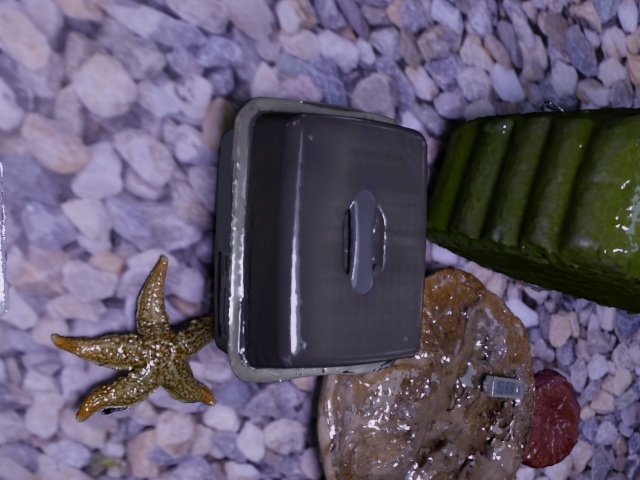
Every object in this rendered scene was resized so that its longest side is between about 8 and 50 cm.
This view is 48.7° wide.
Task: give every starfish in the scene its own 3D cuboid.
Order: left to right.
[{"bbox_3d":[-0.176,0.105,0.761,0.208,0.053,0.176,-2,89,-36],"label":"starfish"}]

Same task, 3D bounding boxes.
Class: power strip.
[{"bbox_3d":[0.251,0.199,0.960,0.083,0.017,0.027,13,85,-38],"label":"power strip"}]

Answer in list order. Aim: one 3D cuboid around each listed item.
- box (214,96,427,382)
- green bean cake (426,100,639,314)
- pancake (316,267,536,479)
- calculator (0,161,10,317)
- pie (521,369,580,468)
[{"bbox_3d":[0.000,0.000,0.755,0.220,0.166,0.291,2,89,-32],"label":"box"},{"bbox_3d":[0.330,-0.044,0.875,0.335,0.319,0.218,24,83,-35],"label":"green bean cake"},{"bbox_3d":[0.152,0.231,0.945,0.386,0.082,0.387,-1,92,-34],"label":"pancake"},{"bbox_3d":[-0.414,0.002,0.614,0.261,0.021,0.161,-4,99,-30],"label":"calculator"},{"bbox_3d":[0.347,0.279,1.093,0.153,0.038,0.154,-4,98,-29],"label":"pie"}]
